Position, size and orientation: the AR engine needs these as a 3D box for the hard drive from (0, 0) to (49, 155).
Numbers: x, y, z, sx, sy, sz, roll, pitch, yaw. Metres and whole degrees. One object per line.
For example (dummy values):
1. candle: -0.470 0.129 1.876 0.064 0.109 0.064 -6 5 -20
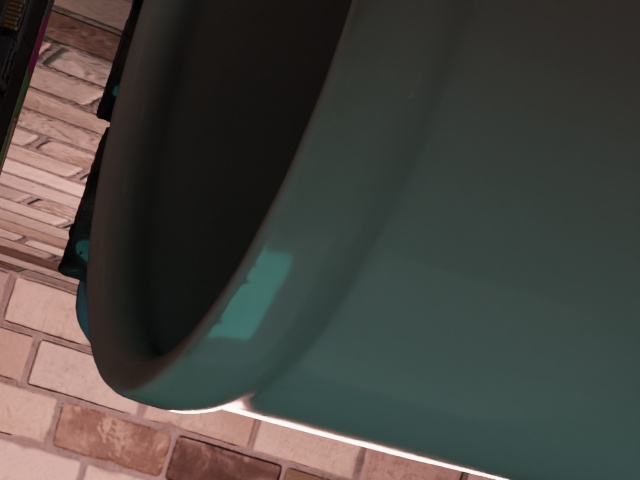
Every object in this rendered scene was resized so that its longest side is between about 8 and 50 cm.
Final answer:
1. hard drive: -0.348 -0.156 1.041 0.338 0.237 0.064 14 170 5

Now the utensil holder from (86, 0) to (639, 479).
1. utensil holder: 0.133 -0.044 0.731 0.385 0.328 0.327 16 170 -19

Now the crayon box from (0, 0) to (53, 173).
1. crayon box: -0.381 -0.075 1.151 0.313 0.363 0.106 17 169 -8

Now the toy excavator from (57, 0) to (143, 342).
1. toy excavator: -0.095 -0.016 1.344 0.222 0.433 0.445 17 141 -10
